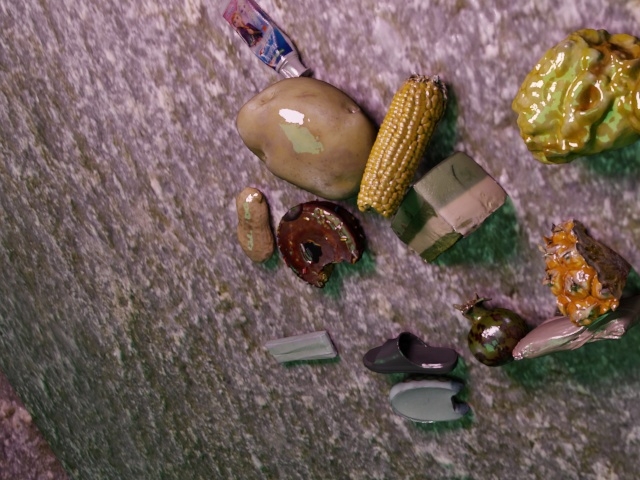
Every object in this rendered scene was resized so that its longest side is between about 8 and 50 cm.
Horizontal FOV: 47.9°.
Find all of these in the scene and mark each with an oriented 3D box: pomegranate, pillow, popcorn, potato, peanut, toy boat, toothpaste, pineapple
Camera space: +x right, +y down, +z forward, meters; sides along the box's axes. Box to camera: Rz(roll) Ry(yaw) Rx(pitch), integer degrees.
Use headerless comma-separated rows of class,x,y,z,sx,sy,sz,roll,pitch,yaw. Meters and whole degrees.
pomegranate,0.396,0.202,1.644,0.148,0.148,0.169,-22,92,38
pillow,0.551,0.184,1.511,0.270,0.173,0.067,-24,90,39
popcorn,0.487,-0.264,1.290,0.286,0.174,0.225,-14,101,36
potato,-0.016,-0.228,1.582,0.326,0.221,0.243,27,139,13
peanut,-0.173,-0.039,1.880,0.099,0.099,0.214,12,124,26
toy boat,0.281,0.407,1.884,0.208,0.079,0.134,-9,120,23
toothpaste,-0.130,-0.463,1.637,0.266,0.061,0.096,48,132,6
pineapple,0.542,0.061,1.460,0.186,0.236,0.114,17,142,-27

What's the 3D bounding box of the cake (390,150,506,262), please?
cake,0.279,-0.069,1.610,0.158,0.172,0.283,48,164,7

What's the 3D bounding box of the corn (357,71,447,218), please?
corn,0.164,-0.199,1.485,0.115,0.115,0.318,23,87,19

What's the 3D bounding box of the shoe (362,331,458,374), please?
shoe,0.223,0.273,1.811,0.241,0.108,0.093,-1,115,24

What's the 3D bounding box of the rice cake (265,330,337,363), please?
rice cake,-0.055,0.306,2.041,0.222,0.042,0.080,-15,113,36

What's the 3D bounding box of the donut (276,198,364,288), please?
donut,0.000,-0.001,1.792,0.216,0.096,0.230,43,130,7
